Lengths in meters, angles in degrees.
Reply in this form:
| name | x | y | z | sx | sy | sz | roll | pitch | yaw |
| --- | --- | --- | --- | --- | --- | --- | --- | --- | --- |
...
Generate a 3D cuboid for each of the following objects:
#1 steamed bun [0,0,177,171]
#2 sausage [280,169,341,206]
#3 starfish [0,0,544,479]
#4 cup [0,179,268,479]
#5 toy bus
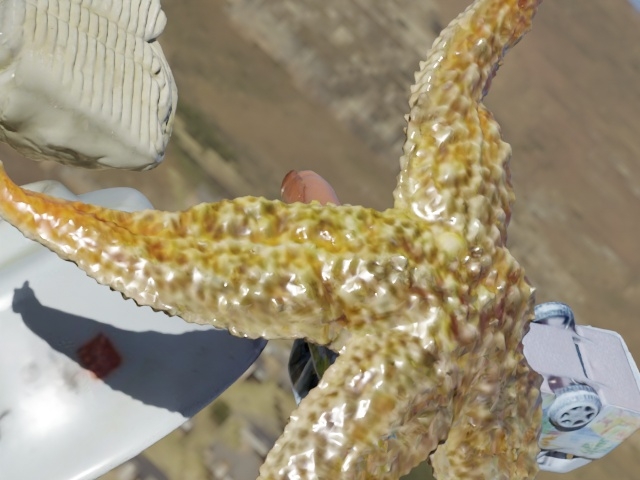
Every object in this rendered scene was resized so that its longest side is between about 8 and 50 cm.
| name | x | y | z | sx | sy | sz | roll | pitch | yaw |
| --- | --- | --- | --- | --- | --- | --- | --- | --- | --- |
| steamed bun | -0.229 | -0.155 | 1.570 | 0.218 | 0.144 | 0.211 | 27 | 51 | -37 |
| sausage | 0.001 | 0.001 | 1.362 | 0.040 | 0.047 | 0.176 | 30 | 21 | -26 |
| starfish | 0.016 | 0.053 | 1.050 | 0.132 | 0.384 | 0.398 | 9 | -72 | 60 |
| cup | -0.223 | 0.064 | 1.311 | 0.347 | 0.347 | 0.163 | -105 | 171 | -78 |
| toy bus | 0.124 | 0.117 | 1.600 | 0.330 | 0.136 | 0.109 | 14 | 45 | -34 |
